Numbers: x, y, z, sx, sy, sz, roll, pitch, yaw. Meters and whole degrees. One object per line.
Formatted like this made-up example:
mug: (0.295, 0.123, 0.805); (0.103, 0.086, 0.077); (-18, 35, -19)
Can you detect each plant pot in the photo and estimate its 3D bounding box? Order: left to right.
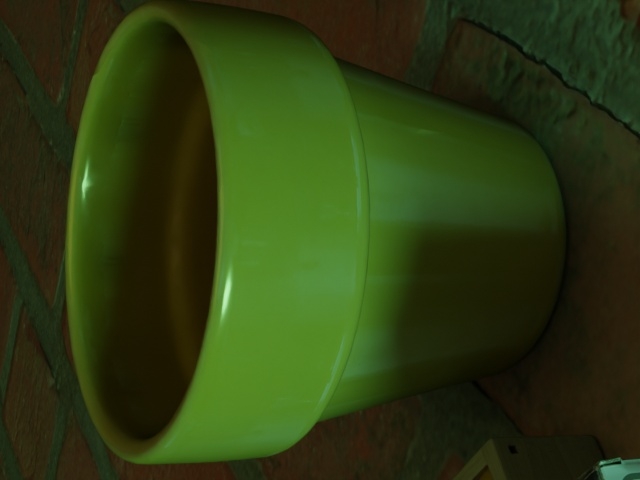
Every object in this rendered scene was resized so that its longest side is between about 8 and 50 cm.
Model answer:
plant pot: (0.000, 0.000, 0.738); (0.254, 0.239, 0.254); (-12, 76, 61)

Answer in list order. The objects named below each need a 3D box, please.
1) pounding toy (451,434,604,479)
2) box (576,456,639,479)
pounding toy: (0.096, 0.198, 0.683); (0.141, 0.100, 0.130); (-58, 39, 42)
box: (0.191, 0.217, 0.434); (0.087, 0.169, 0.290); (-59, 40, 46)
